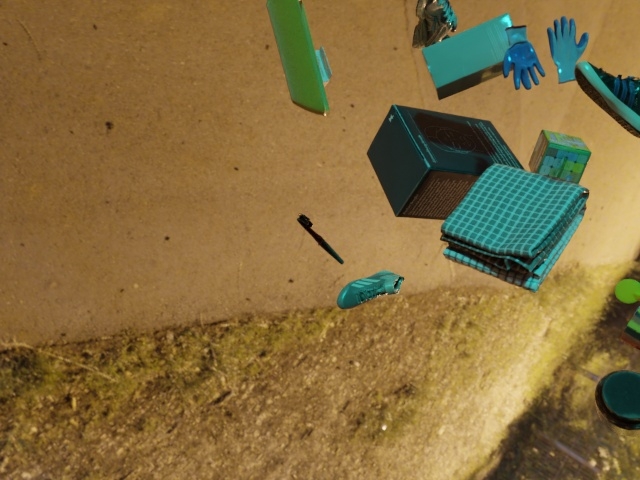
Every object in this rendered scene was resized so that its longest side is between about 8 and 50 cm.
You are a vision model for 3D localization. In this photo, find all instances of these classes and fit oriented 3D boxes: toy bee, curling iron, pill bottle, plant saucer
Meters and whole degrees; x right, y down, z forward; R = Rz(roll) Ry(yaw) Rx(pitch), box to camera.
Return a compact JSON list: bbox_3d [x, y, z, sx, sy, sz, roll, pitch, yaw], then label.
[{"bbox_3d":[0.729,0.131,1.084,0.298,0.195,0.162,-21,130,-59],"label":"toy bee"},{"bbox_3d":[0.000,0.000,2.030,0.035,0.068,0.274,-45,109,-14],"label":"curling iron"},{"bbox_3d":[0.651,0.344,1.093,0.122,0.123,0.219,-58,144,-6],"label":"pill bottle"},{"bbox_3d":[-0.055,-0.477,1.315,0.332,0.081,0.332,-79,155,-74],"label":"plant saucer"}]

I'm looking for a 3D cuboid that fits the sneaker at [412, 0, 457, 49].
[{"bbox_3d":[0.347,-0.670,1.506,0.283,0.122,0.110,69,39,-71],"label":"sneaker"}]

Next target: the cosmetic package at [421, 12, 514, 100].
[{"bbox_3d":[0.403,-0.485,1.371,0.107,0.238,0.127,15,59,-70],"label":"cosmetic package"}]

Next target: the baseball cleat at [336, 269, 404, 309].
[{"bbox_3d":[0.144,0.135,1.425,0.206,0.109,0.072,-28,108,-29],"label":"baseball cleat"}]

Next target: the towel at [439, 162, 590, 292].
[{"bbox_3d":[0.433,-0.047,1.161,0.284,0.235,0.121,-45,140,-26],"label":"towel"}]

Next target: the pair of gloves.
[{"bbox_3d":[0.526,-0.438,1.204,0.023,0.199,0.159,-9,91,-82],"label":"pair of gloves"}]

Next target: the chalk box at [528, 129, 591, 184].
[{"bbox_3d":[0.744,-0.244,1.601,0.213,0.132,0.132,-63,167,-59],"label":"chalk box"}]

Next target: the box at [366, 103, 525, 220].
[{"bbox_3d":[0.395,-0.234,1.624,0.396,0.293,0.212,3,139,-25],"label":"box"}]

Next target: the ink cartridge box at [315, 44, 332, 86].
[{"bbox_3d":[-0.027,-0.528,1.631,0.062,0.181,0.104,-18,89,-15],"label":"ink cartridge box"}]

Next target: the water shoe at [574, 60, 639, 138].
[{"bbox_3d":[0.582,-0.287,0.995,0.080,0.203,0.073,-46,-176,14],"label":"water shoe"}]
